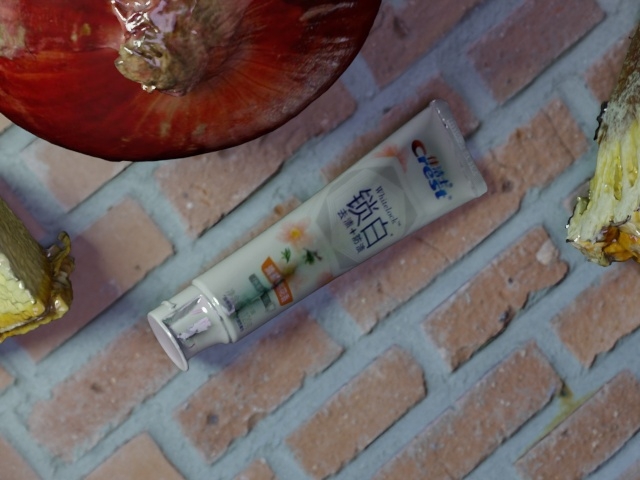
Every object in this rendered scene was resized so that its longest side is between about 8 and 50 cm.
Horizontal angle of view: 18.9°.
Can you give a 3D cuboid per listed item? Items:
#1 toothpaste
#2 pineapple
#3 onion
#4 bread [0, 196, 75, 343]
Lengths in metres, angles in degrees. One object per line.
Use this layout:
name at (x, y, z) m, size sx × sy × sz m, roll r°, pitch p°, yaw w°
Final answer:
toothpaste at (0.000, 0.000, 1.651) m, size 0.323 × 0.066 × 0.100 m, roll -34°, pitch 110°, yaw -16°
pineapple at (0.417, -0.096, 1.697) m, size 0.286 × 0.209 × 0.344 m, roll 19°, pitch 92°, yaw -22°
onion at (-0.135, -0.210, 1.441) m, size 0.341 × 0.341 × 0.341 m, roll -4°, pitch 101°, yaw -19°
bread at (-0.286, 0.026, 1.536) m, size 0.152 × 0.127 × 0.147 m, roll -35°, pitch 110°, yaw 8°
